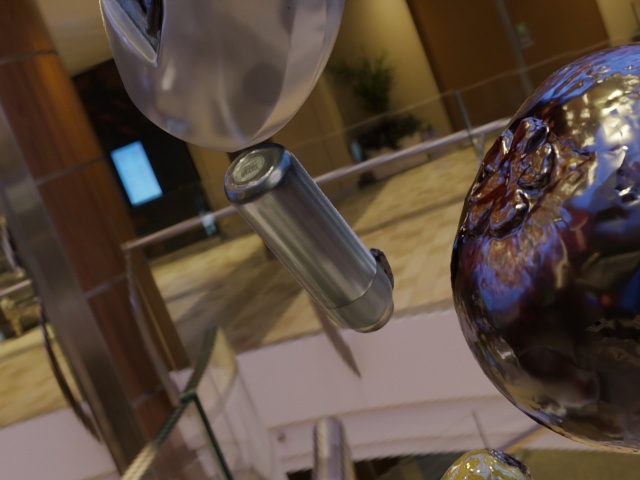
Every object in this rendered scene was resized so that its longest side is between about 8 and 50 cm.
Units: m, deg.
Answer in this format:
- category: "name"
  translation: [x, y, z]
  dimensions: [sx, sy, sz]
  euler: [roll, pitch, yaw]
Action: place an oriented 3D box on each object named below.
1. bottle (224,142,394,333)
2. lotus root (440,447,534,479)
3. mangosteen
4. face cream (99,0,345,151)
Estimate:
- category: "bottle"
  translation: [0.000, 0.000, 1.010]
  dimensions: [0.079, 0.254, 0.096]
  euler: [15, 62, 46]
- category: "lotus root"
  translation: [0.199, 0.416, 1.329]
  dimensions: [0.278, 0.154, 0.154]
  euler: [-60, 9, 2]
- category: "mangosteen"
  translation: [0.244, 0.011, 0.700]
  dimensions: [0.297, 0.293, 0.297]
  euler: [-59, 1, 2]
- category: "face cream"
  translation: [-0.102, -0.283, 0.995]
  dimensions: [0.219, 0.312, 0.357]
  euler: [-22, -28, -31]
